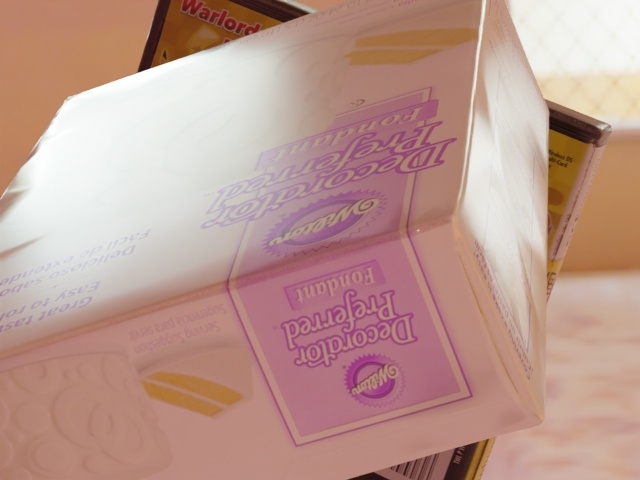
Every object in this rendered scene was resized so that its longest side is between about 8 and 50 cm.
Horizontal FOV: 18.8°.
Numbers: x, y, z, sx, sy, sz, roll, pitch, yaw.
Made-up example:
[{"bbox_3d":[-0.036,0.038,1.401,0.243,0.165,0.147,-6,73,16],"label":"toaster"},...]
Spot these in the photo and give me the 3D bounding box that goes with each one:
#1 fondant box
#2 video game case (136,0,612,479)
[{"bbox_3d":[-0.027,-0.004,0.851,0.238,0.096,0.330,-18,22,14],"label":"fondant box"},{"bbox_3d":[0.000,0.000,1.123,0.275,0.248,0.035,23,16,17],"label":"video game case"}]
